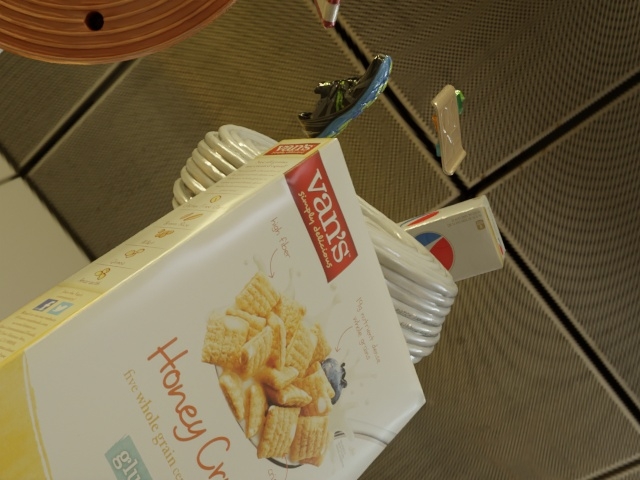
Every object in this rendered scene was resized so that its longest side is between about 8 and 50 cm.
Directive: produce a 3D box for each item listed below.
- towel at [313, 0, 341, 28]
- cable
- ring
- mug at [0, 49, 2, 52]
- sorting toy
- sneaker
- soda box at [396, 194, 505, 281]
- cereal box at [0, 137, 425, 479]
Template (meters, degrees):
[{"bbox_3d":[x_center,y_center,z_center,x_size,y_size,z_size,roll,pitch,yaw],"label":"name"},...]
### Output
[{"bbox_3d":[0.032,-0.488,1.113,0.037,0.237,0.329,4,-52,-12],"label":"towel"},{"bbox_3d":[0.000,0.000,0.687,0.257,0.257,0.089,35,-82,17],"label":"cable"},{"bbox_3d":[-0.171,-0.295,0.577,0.336,0.032,0.337,0,-81,2],"label":"ring"},{"bbox_3d":[-0.646,-0.479,1.395,0.374,0.276,0.328,-33,-56,15],"label":"mug"},{"bbox_3d":[0.107,-0.095,0.675,0.012,0.083,0.062,-5,-67,26],"label":"sorting toy"},{"bbox_3d":[0.033,-0.221,1.254,0.188,0.067,0.078,-38,-91,32],"label":"sneaker"},{"bbox_3d":[0.092,0.020,0.918,0.216,0.069,0.074,-18,-82,17],"label":"soda box"},{"bbox_3d":[-0.051,0.078,0.383,0.047,0.240,0.173,4,-57,44],"label":"cereal box"}]
